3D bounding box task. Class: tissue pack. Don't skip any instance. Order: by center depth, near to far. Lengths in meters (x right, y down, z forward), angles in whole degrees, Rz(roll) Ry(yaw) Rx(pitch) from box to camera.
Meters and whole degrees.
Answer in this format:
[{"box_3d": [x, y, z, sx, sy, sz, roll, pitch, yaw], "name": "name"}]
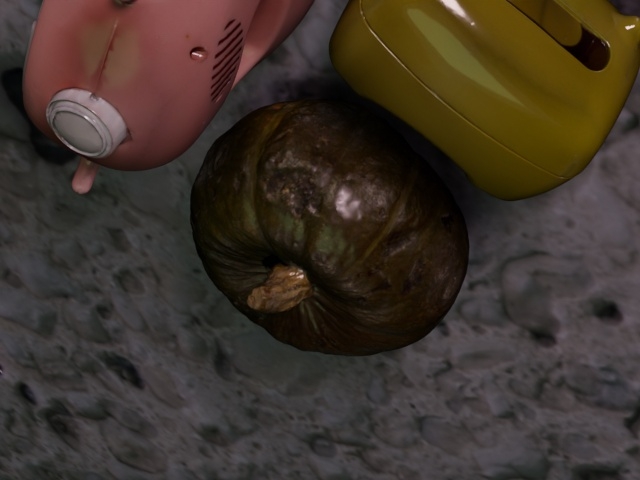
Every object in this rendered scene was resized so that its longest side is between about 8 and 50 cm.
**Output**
[{"box_3d": [0.106, -0.118, 0.927, 0.178, 0.123, 0.127, 37, 147, -10], "name": "tissue pack"}]

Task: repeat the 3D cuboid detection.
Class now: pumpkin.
[{"box_3d": [0.000, 0.000, 1.115, 0.219, 0.162, 0.219, 22, 144, 17], "name": "pumpkin"}]

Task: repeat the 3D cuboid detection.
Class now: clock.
[{"box_3d": [-0.087, -0.144, 0.931, 0.142, 0.241, 0.227, 25, 144, 0], "name": "clock"}]
